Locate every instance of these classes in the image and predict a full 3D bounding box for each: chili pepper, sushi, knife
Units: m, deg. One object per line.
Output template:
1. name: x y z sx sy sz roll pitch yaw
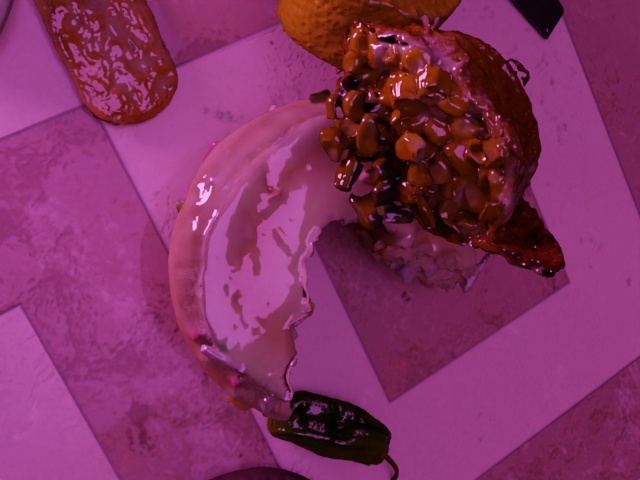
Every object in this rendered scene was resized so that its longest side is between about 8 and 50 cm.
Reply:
1. chili pepper: 0.036 0.240 0.888 0.204 0.073 0.072 24 67 -22
2. sushi: 0.124 -0.096 0.724 0.179 0.167 0.296 -44 112 -48
3. knife: 0.255 -0.390 1.002 0.245 0.019 0.072 39 72 -20

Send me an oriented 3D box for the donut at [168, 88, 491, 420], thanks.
1. donut: -0.010 -0.002 0.822 0.371 0.150 0.307 -32 103 -20

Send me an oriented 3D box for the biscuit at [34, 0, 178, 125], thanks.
1. biscuit: -0.245 -0.248 0.792 0.118 0.029 0.247 -27 100 -20

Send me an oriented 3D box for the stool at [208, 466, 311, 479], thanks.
1. stool: -0.059 0.405 0.788 0.272 0.178 0.272 0 90 -20

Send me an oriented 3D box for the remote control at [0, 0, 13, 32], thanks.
1. remote control: -0.466 -0.296 0.670 0.344 0.050 0.145 19 106 -22

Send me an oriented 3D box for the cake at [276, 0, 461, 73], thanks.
1. cake: 0.063 -0.321 0.829 0.179 0.156 0.260 21 61 -20
